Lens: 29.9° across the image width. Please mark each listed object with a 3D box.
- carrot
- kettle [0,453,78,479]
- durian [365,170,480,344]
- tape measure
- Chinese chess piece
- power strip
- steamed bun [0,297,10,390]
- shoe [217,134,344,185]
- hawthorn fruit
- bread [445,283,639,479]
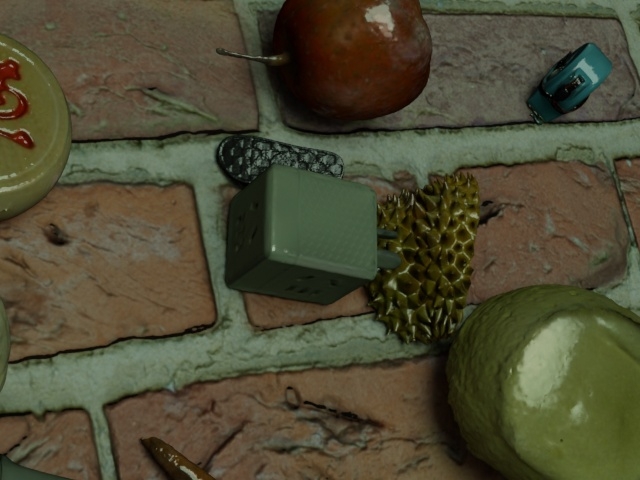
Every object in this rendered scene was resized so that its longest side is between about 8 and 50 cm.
[{"bbox_3d":[-0.133,0.314,1.475,0.224,0.057,0.057,43,55,-3],"label":"carrot"},{"bbox_3d":[-0.243,0.395,1.294,0.318,0.205,0.265,21,83,-21],"label":"kettle"},{"bbox_3d":[0.143,0.013,1.726,0.186,0.154,0.261,-4,62,-5],"label":"durian"},{"bbox_3d":[0.419,-0.265,1.984,0.081,0.125,0.146,46,55,-5],"label":"tape measure"},{"bbox_3d":[-0.428,-0.143,1.467,0.250,0.097,0.251,11,65,-25],"label":"Chinese chess piece"},{"bbox_3d":[0.000,0.000,1.627,0.224,0.140,0.139,12,64,-26],"label":"power strip"},{"bbox_3d":[-0.476,0.053,1.275,0.206,0.275,0.320,-79,147,-58],"label":"steamed bun"},{"bbox_3d":[-0.057,-0.101,1.689,0.179,0.049,0.071,7,76,-3],"label":"shoe"},{"bbox_3d":[0.043,-0.280,1.736,0.235,0.263,0.231,53,21,-13],"label":"hawthorn fruit"},{"bbox_3d":[0.332,0.210,1.680,0.320,0.237,0.321,3,81,-21],"label":"bread"}]
